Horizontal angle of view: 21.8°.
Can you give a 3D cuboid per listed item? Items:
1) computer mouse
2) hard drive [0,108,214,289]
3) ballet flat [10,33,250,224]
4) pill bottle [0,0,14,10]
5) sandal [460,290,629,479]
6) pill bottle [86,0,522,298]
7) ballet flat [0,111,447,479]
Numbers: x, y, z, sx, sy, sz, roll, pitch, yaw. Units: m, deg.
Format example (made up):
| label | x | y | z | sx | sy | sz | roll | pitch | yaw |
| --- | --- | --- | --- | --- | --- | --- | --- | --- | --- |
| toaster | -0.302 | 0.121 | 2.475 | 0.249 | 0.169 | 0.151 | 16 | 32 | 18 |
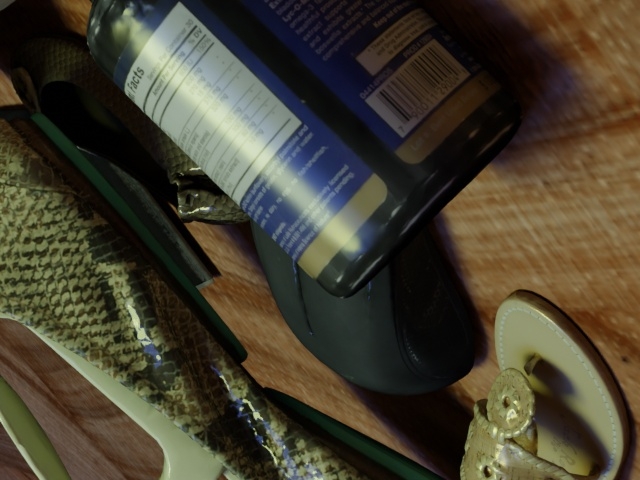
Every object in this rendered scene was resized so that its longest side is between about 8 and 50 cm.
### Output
| label | x | y | z | sx | sy | sz | roll | pitch | yaw |
| --- | --- | --- | --- | --- | --- | --- | --- | --- | --- |
| computer mouse | 0.000 | 0.000 | 0.935 | 0.188 | 0.072 | 0.272 | 22 | 148 | 45 |
| hard drive | -0.196 | -0.022 | 1.285 | 0.172 | 0.054 | 0.254 | 55 | 157 | -22 |
| ballet flat | -0.129 | -0.067 | 1.071 | 0.250 | 0.058 | 0.084 | 29 | 155 | 36 |
| pill bottle | -0.229 | -0.229 | 0.865 | 0.229 | 0.131 | 0.131 | 45 | 159 | 1 |
| sandal | 0.119 | 0.133 | 0.943 | 0.088 | 0.079 | 0.240 | 32 | 155 | 31 |
| pill bottle | -0.025 | -0.089 | 0.750 | 0.219 | 0.123 | 0.123 | 45 | 159 | 3 |
| ballet flat | -0.073 | 0.128 | 1.068 | 0.483 | 0.182 | 0.164 | 41 | 173 | -11 |
